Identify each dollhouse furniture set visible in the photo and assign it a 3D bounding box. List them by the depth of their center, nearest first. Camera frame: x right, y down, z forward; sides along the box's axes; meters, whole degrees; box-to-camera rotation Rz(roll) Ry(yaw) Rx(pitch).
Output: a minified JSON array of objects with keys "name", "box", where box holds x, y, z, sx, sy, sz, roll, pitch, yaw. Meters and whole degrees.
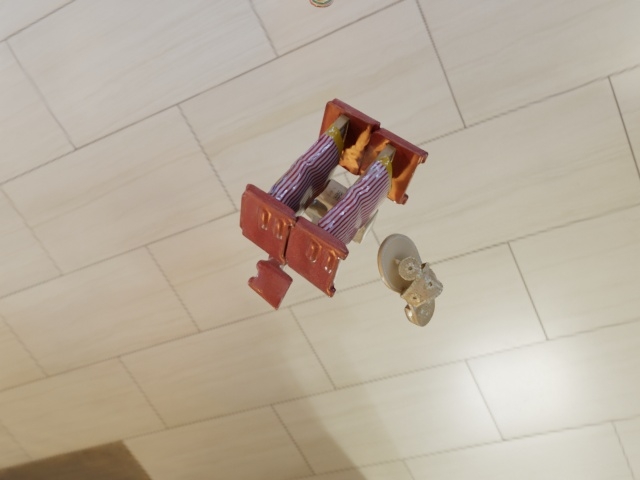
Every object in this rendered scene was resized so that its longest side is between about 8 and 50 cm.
[{"name":"dollhouse furniture set","box":[0.000,0.000,1.002,0.152,0.201,0.374,34,152,11]}]

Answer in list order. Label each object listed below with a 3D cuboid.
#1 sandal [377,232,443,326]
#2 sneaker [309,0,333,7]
[{"name":"sandal","box":[0.171,0.075,1.147,0.079,0.088,0.240,21,155,35]},{"name":"sneaker","box":[0.000,-0.450,1.072,0.057,0.075,0.162,-4,90,-5]}]
